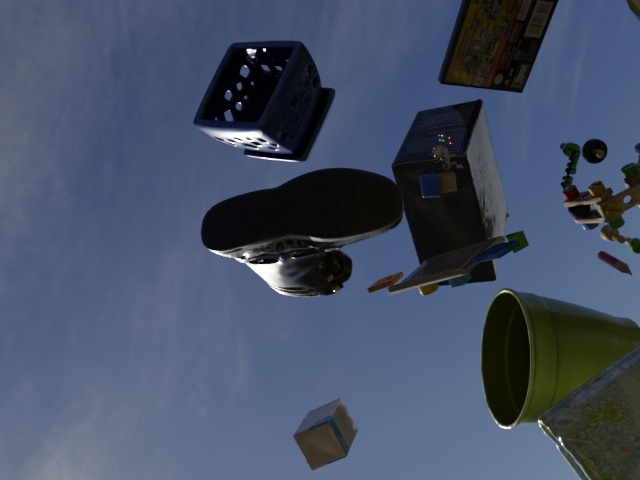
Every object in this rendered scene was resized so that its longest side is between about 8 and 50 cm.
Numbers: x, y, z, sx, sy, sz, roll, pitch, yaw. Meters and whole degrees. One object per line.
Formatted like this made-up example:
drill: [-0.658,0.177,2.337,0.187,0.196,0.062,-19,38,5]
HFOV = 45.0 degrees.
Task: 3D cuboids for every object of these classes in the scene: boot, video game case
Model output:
boot: [0.000,0.000,1.464,0.284,0.377,0.138,48,-147,-59]
video game case: [0.462,-0.527,2.021,0.248,0.035,0.275,3,-53,-16]

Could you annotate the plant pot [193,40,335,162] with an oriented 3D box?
plant pot: [-0.117,-0.313,1.817,0.212,0.236,0.236,37,-110,-48]

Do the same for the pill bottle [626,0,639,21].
pill bottle: [0.621,-0.403,1.263,0.187,0.334,0.188,-6,-46,-6]

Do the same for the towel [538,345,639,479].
towel: [0.690,0.433,1.589,0.320,0.374,0.090,-30,-22,-13]

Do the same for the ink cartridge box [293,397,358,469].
ink cartridge box: [0.016,0.421,1.702,0.090,0.092,0.143,62,-161,-3]

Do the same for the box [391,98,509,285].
box: [0.328,-0.117,1.891,0.312,0.179,0.343,-61,-42,-54]

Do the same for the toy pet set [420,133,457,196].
toy pet set: [0.221,-0.145,1.495,0.122,0.065,0.114,-95,-3,-81]

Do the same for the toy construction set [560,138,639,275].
toy construction set: [0.706,-0.071,1.745,0.257,0.237,0.309,-8,-73,-5]

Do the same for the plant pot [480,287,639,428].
plant pot: [0.656,0.315,2.057,0.353,0.366,0.367,2,-66,-7]

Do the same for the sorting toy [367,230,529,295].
sorting toy: [0.249,0.059,1.504,0.196,0.347,0.047,-29,-83,-47]

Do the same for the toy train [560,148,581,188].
toy train: [0.490,-0.140,1.508,0.023,0.017,0.083,-10,-58,-38]
